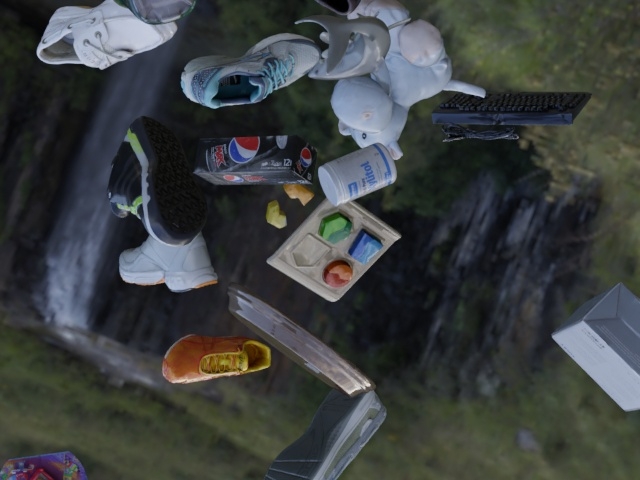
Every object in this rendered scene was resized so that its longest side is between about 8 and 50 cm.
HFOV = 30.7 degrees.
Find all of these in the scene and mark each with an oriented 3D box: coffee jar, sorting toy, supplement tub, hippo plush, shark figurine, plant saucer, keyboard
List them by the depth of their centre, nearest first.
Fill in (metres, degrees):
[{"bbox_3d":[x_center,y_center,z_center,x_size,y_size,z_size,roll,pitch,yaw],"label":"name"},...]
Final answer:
[{"bbox_3d":[-0.201,-0.306,1.328,0.184,0.079,0.096,-138,32,-62],"label":"coffee jar"},{"bbox_3d":[0.065,-0.254,1.618,0.166,0.116,0.278,-18,177,1],"label":"shark figurine"},{"bbox_3d":[-0.037,0.159,1.799,0.278,0.041,0.278,35,171,6],"label":"plant saucer"},{"bbox_3d":[0.058,-0.104,1.829,0.071,0.107,0.071,57,163,28],"label":"supplement tub"},{"bbox_3d":[0.109,-0.294,2.157,0.234,0.236,0.294,39,-179,31],"label":"hippo plush"},{"bbox_3d":[0.366,-0.256,2.350,0.317,0.201,0.033,4,127,36],"label":"keyboard"},{"bbox_3d":[0.000,0.000,2.455,0.307,0.229,0.041,33,-159,-36],"label":"sorting toy"}]

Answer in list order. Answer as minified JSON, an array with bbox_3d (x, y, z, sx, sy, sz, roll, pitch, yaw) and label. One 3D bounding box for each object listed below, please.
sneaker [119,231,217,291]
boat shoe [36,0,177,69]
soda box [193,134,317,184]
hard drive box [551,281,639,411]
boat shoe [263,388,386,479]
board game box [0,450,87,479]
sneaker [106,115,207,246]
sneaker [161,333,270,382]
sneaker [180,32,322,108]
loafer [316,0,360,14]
[{"bbox_3d":[-0.266,0.014,2.008,0.099,0.121,0.262,-13,-169,-38],"label":"sneaker"},{"bbox_3d":[-0.326,-0.299,1.754,0.277,0.096,0.098,1,143,45],"label":"boat shoe"},{"bbox_3d":[-0.092,-0.111,1.625,0.169,0.053,0.060,1,163,31],"label":"soda box"},{"bbox_3d":[0.481,0.174,1.853,0.181,0.089,0.232,46,171,6],"label":"hard drive box"},{"bbox_3d":[0.007,0.388,2.064,0.118,0.320,0.103,0,135,48],"label":"boat shoe"},{"bbox_3d":[-0.500,0.455,2.116,0.169,0.133,0.033,-3,171,-26],"label":"board game box"},{"bbox_3d":[-0.198,-0.050,1.359,0.084,0.097,0.234,31,-157,-31],"label":"sneaker"},{"bbox_3d":[-0.136,0.154,1.547,0.067,0.064,0.175,5,-171,41],"label":"sneaker"},{"bbox_3d":[-0.115,-0.308,2.227,0.122,0.283,0.110,46,151,50],"label":"sneaker"},{"bbox_3d":[-0.051,-0.475,1.890,0.302,0.095,0.109,31,134,-18],"label":"loafer"}]
